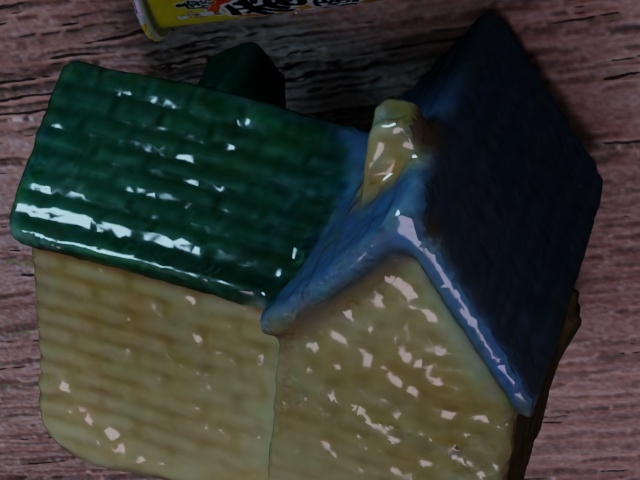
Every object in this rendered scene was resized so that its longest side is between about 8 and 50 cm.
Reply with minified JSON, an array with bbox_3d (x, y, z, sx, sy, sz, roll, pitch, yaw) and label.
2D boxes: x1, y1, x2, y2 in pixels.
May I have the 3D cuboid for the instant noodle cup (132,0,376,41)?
[{"bbox_3d":[-0.010,-0.253,1.057,0.200,0.264,0.264,-1,134,3],"label":"instant noodle cup"}]

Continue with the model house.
[{"bbox_3d":[0.000,0.000,1.268,0.382,0.335,0.343,11,126,13],"label":"model house"}]
